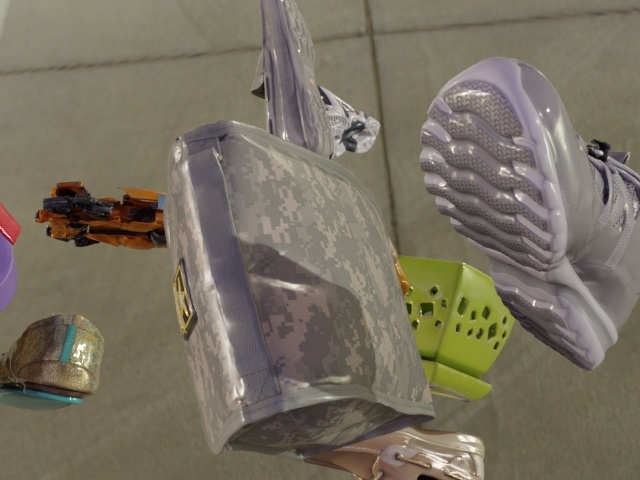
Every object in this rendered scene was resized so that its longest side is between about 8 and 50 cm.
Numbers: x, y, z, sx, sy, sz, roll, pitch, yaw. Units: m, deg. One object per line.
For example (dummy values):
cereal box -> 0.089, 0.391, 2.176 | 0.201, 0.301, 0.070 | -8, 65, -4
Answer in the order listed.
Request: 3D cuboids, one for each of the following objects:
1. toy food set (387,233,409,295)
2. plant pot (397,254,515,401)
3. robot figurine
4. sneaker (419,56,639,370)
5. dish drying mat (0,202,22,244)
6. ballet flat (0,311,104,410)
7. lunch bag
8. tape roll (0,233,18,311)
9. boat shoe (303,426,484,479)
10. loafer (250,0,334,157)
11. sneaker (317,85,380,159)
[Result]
toy food set -> 0.000, 0.000, 1.197 | 0.232, 0.111, 0.104 | 3, 42, -25
plant pot -> 0.185, 0.156, 1.747 | 0.228, 0.227, 0.207 | 6, 76, 40
robot figurine -> -0.382, -0.045, 1.879 | 0.291, 0.211, 0.085 | 6, 67, -11
sneaker -> 0.150, -0.030, 0.642 | 0.105, 0.281, 0.115 | 34, 77, 37
dish drying mat -> -0.328, -0.034, 0.994 | 0.008, 0.083, 0.032 | -26, 28, 16
ballet flat -> -0.338, 0.150, 1.247 | 0.123, 0.348, 0.123 | 5, 78, -23
lunch bag -> -0.033, 0.051, 0.840 | 0.169, 0.287, 0.235 | -20, 70, 15
tape roll -> -0.625, 0.051, 1.738 | 0.189, 0.080, 0.189 | 5, 58, -7
boat shoe -> 0.121, 0.367, 1.645 | 0.341, 0.121, 0.110 | 9, 61, -18
loafer -> -0.065, -0.266, 1.618 | 0.111, 0.112, 0.319 | -17, 70, 20
sneaker -> -0.009, -0.225, 1.853 | 0.153, 0.094, 0.235 | 32, 27, 28
